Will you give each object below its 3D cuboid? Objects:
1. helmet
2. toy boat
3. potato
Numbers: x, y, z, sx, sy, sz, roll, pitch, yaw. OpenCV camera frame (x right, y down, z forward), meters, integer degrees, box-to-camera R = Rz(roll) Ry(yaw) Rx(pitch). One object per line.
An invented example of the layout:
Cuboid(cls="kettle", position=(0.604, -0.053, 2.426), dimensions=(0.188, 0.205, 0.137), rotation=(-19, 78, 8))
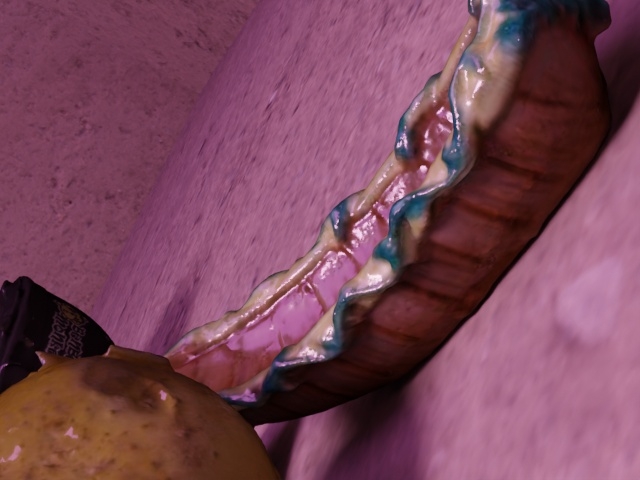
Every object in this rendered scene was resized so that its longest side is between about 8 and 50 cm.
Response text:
Cuboid(cls="helmet", position=(-0.248, 0.170, 1.127), dimensions=(0.230, 0.160, 0.279), rotation=(-55, 24, 24))
Cuboid(cls="toy boat", position=(0.007, 0.008, 0.512), dimensions=(0.293, 0.099, 0.108), rotation=(-46, 18, 32))
Cuboid(cls="potato", position=(-0.096, 0.162, 0.444), dimensions=(0.248, 0.144, 0.169), rotation=(-62, 19, 12))
